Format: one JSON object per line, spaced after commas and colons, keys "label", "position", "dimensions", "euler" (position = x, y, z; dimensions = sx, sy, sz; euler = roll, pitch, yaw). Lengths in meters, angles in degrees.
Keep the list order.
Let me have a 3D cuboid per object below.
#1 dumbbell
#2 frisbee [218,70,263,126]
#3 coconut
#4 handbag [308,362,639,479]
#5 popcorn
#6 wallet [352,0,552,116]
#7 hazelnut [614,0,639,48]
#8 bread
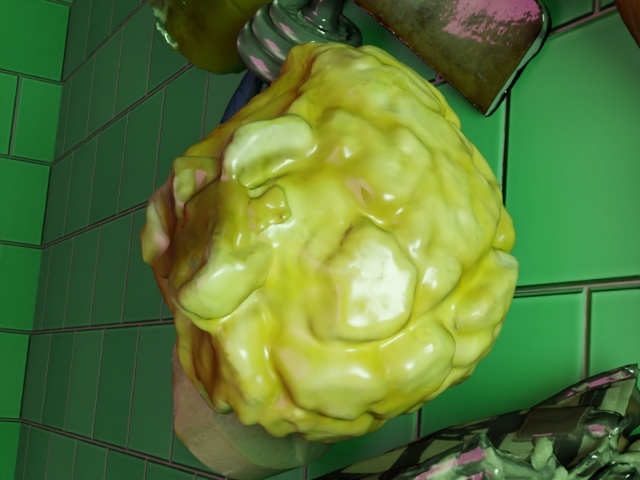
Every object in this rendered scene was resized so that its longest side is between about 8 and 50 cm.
{"label": "dumbbell", "position": [0.031, -0.332, 1.162], "dimensions": [0.406, 0.179, 0.179], "euler": [-63, 33, 32]}
{"label": "frisbee", "position": [-0.138, -0.137, 1.451], "dimensions": [0.289, 0.049, 0.290], "euler": [-164, 90, -84]}
{"label": "coconut", "position": [-0.076, 0.175, 1.179], "dimensions": [0.241, 0.241, 0.241], "euler": [-28, 57, 57]}
{"label": "handbag", "position": [0.075, 0.222, 0.705], "dimensions": [0.327, 0.325, 0.163], "euler": [-36, 76, 31]}
{"label": "popcorn", "position": [0.011, 0.012, 0.952], "dimensions": [0.390, 0.354, 0.344], "euler": [-49, -10, -39]}
{"label": "wallet", "position": [0.118, -0.256, 0.999], "dimensions": [0.255, 0.031, 0.137], "euler": [45, 122, 17]}
{"label": "hazelnut", "position": [0.280, -0.184, 0.639], "dimensions": [0.210, 0.186, 0.210], "euler": [-16, 66, 39]}
{"label": "bread", "position": [-0.108, -0.411, 1.442], "dimensions": [0.376, 0.208, 0.251], "euler": [-19, 70, 55]}
